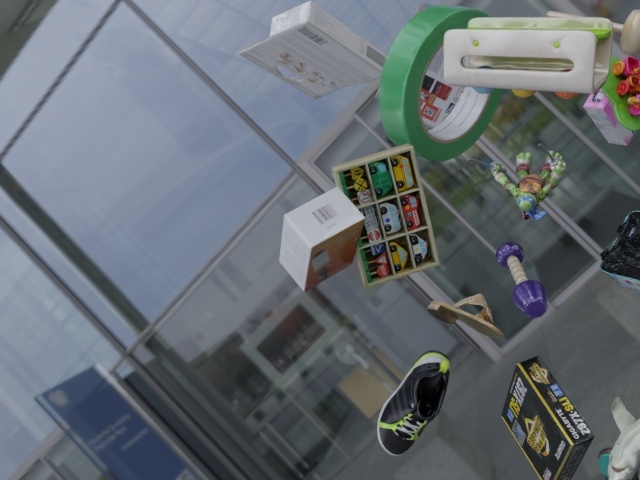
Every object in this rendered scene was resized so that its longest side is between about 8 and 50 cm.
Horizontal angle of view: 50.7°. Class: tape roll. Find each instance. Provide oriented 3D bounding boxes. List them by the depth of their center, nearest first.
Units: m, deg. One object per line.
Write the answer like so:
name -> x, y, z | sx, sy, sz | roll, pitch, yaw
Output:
tape roll -> 0.265, -0.332, 1.441 | 0.321, 0.077, 0.321 | -20, -57, -33

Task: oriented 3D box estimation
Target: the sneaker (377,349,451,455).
sneaker -> 0.169, 0.307, 1.240 | 0.097, 0.084, 0.235 | -80, 11, -73

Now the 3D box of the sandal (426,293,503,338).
sandal -> 0.336, 0.151, 1.528 | 0.079, 0.088, 0.240 | -54, 24, -13

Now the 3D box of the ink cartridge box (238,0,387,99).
ink cartridge box -> -0.018, -0.482, 1.751 | 0.261, 0.296, 0.066 | -7, 70, 44

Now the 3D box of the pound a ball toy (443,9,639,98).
pound a ball toy -> 0.417, -0.342, 1.253 | 0.208, 0.319, 0.136 | -38, -49, -46

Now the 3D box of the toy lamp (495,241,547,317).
toy lamp -> 0.467, 0.090, 1.567 | 0.080, 0.080, 0.275 | -47, 15, 21

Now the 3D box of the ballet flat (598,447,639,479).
ballet flat -> 0.790, 0.611, 1.769 | 0.095, 0.280, 0.096 | 12, 46, 43

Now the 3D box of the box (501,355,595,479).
box -> 0.616, 0.508, 1.867 | 0.079, 0.257, 0.322 | -18, -39, -9

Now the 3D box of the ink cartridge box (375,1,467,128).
ink cartridge box -> 0.336, -0.510, 1.995 | 0.130, 0.271, 0.309 | -97, 32, -68

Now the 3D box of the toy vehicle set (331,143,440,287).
toy vehicle set -> 0.135, -0.048, 1.379 | 0.166, 0.267, 0.035 | -18, 22, -4

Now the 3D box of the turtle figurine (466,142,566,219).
turtle figurine -> 0.612, -0.219, 1.976 | 0.198, 0.275, 0.266 | -36, 6, 36

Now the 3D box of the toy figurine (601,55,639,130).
toy figurine -> 0.641, -0.322, 1.298 | 0.159, 0.130, 0.173 | 140, 136, -57

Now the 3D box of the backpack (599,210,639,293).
backpack -> 0.700, 0.039, 1.388 | 0.166, 0.144, 0.188 | -56, 15, -3

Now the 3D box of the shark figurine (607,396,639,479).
shark figurine -> 0.663, 0.360, 1.254 | 0.278, 0.116, 0.166 | -28, 37, 26

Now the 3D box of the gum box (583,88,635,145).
gum box -> 0.782, -0.350, 1.800 | 0.062, 0.188, 0.107 | 23, 81, 51

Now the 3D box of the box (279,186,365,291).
box -> 0.000, 0.000, 1.329 | 0.130, 0.091, 0.170 | -30, -25, -23
